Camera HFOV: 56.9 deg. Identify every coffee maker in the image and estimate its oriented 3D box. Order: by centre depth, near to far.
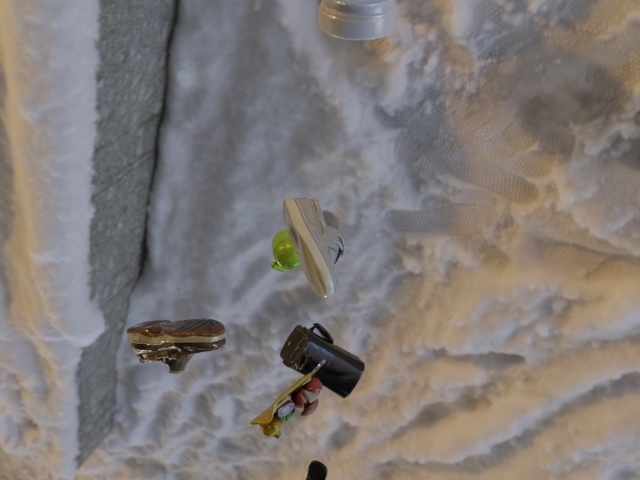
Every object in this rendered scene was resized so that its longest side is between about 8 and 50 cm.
[{"bbox_3d":[0.007,0.304,1.428,0.178,0.171,0.120,32,109,-19],"label":"coffee maker"}]

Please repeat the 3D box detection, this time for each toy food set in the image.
[{"bbox_3d":[-0.051,0.351,1.260,0.071,0.218,0.128,49,142,12],"label":"toy food set"}]

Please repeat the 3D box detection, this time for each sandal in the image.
[{"bbox_3d":[-0.019,0.626,1.493,0.067,0.040,0.179,19,127,18],"label":"sandal"}]

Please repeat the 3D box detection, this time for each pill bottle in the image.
[{"bbox_3d":[0.063,-0.468,0.910,0.162,0.162,0.278,16,133,18],"label":"pill bottle"}]

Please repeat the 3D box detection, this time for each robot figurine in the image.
[{"bbox_3d":[-0.067,0.018,1.234,0.067,0.115,0.101,39,100,-21],"label":"robot figurine"}]

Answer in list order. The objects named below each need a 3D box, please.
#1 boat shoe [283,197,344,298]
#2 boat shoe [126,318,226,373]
[{"bbox_3d":[0.000,0.000,1.007,0.081,0.227,0.079,-12,136,-14],"label":"boat shoe"},{"bbox_3d":[-0.268,0.205,1.133,0.258,0.095,0.095,-5,97,42],"label":"boat shoe"}]
